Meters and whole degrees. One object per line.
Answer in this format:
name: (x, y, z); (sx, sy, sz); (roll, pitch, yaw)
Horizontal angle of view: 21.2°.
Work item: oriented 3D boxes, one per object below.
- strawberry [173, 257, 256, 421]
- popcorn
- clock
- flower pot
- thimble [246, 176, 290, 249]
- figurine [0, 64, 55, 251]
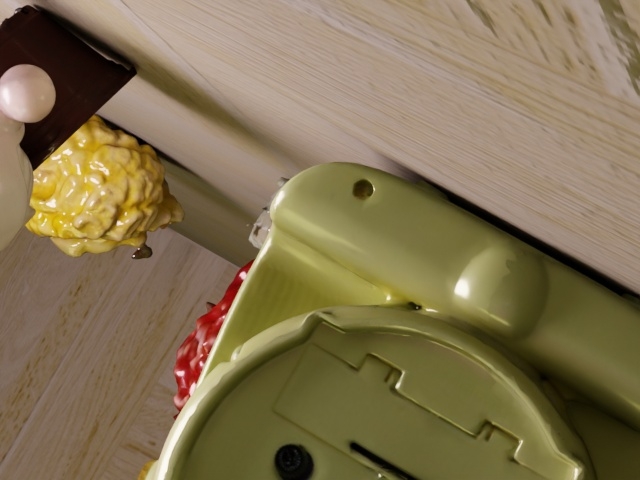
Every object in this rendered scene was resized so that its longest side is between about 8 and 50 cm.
strawberry: (0.062, 0.164, 1.560); (0.345, 0.295, 0.317); (7, 126, 35)
popcorn: (-0.237, -0.056, 1.804); (0.180, 0.180, 0.170); (23, 133, 61)
clock: (0.036, 0.156, 0.954); (0.286, 0.348, 0.117); (29, 176, 12)
flower pot: (-0.197, -0.113, 1.194); (0.089, 0.111, 0.111); (47, 173, -8)
thimble: (0.000, 0.000, 1.308); (0.110, 0.062, 0.084); (28, 175, 18)
figurine: (-0.262, -0.081, 1.111); (0.144, 0.182, 0.256); (-112, -4, -68)
